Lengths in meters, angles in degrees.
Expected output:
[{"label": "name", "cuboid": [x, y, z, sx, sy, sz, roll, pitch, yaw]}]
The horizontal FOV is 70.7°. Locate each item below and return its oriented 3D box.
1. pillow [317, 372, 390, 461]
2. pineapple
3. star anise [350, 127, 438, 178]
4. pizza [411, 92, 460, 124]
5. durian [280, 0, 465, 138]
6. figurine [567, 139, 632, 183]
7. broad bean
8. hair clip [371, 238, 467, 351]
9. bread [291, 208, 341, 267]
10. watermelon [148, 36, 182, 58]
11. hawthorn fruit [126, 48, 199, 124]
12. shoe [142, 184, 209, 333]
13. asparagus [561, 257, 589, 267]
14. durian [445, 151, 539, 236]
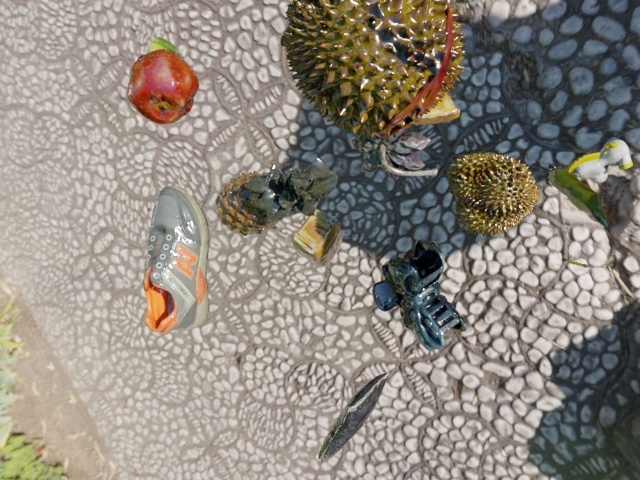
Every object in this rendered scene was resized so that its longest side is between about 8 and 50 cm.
[{"label": "pillow", "cuboid": [0.068, 0.370, 0.951, 0.055, 0.141, 0.208, 40, 130, 22]}, {"label": "pineapple", "cuboid": [-0.092, -0.095, 0.962, 0.310, 0.170, 0.141, -13, 63, 48]}, {"label": "star anise", "cuboid": [0.178, -0.232, 1.136, 0.262, 0.081, 0.230, 41, 134, 1]}, {"label": "pizza", "cuboid": [0.327, -0.503, 1.603, 0.324, 0.089, 0.223, 6, 68, 7]}, {"label": "durian", "cuboid": [0.109, -0.390, 0.930, 0.385, 0.347, 0.347, 4, 104, -2]}, {"label": "figurine", "cuboid": [0.846, -0.236, 1.381, 0.178, 0.130, 0.109, -40, 43, 42]}, {"label": "broad bean", "cuboid": [0.755, -0.141, 1.327, 0.077, 0.339, 0.061, 14, 121, -15]}, {"label": "hair clip", "cuboid": [0.273, 0.149, 1.269, 0.206, 0.195, 0.310, 21, 136, 65]}, {"label": "bread", "cuboid": [0.000, 0.000, 1.354, 0.107, 0.241, 0.136, 34, 83, 11]}, {"label": "watermelon", "cuboid": [-0.307, -0.347, 0.899, 0.062, 0.105, 0.105, 9, 106, -3]}, {"label": "hawthorn fruit", "cuboid": [-0.192, -0.183, 0.553, 0.093, 0.093, 0.093, 5, 103, 23]}, {"label": "shoe", "cuboid": [-0.191, 0.027, 0.578, 0.074, 0.077, 0.194, 1, 97, 23]}, {"label": "asparagus", "cuboid": [0.736, 0.065, 1.305, 0.016, 0.166, 0.013, 11, 90, 53]}, {"label": "durian", "cuboid": [0.320, -0.087, 0.851, 0.168, 0.137, 0.158, 8, 129, 32]}]
